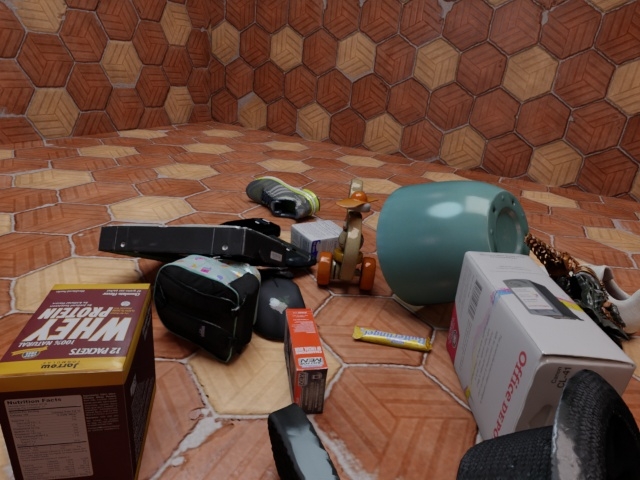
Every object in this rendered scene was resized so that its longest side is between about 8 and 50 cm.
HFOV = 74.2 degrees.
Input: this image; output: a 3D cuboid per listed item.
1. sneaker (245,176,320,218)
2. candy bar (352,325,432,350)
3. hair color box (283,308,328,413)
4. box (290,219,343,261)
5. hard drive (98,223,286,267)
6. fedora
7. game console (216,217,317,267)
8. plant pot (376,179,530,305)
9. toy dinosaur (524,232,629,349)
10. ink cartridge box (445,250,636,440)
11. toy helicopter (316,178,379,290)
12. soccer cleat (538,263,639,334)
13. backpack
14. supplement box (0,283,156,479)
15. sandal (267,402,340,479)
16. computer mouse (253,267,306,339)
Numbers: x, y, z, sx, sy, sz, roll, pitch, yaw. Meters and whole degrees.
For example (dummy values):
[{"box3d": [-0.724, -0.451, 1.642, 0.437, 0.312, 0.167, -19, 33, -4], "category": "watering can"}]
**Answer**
[{"box3d": [-0.154, -0.150, 1.503, 0.299, 0.111, 0.121, 16, 29, 27], "category": "sneaker"}, {"box3d": [0.146, 0.201, 0.867, 0.161, 0.018, 0.040, 8, 23, 6], "category": "candy bar"}, {"box3d": [-0.030, 0.201, 0.727, 0.053, 0.093, 0.167, 0, 23, -12], "category": "hair color box"}, {"box3d": [0.000, 0.000, 1.229, 0.137, 0.072, 0.126, -9, 27, -30], "category": "box"}, {"box3d": [-0.272, 0.014, 0.946, 0.338, 0.064, 0.237, 0, -10, 17], "category": "hard drive"}, {"box3d": [0.235, 0.290, 0.419, 0.152, 0.334, 0.334, -16, 6, 40], "category": "fedora"}, {"box3d": [-0.168, 0.009, 1.188, 0.213, 0.044, 0.361, -15, 27, -40], "category": "game console"}, {"box3d": [0.308, -0.002, 0.935, 0.293, 0.293, 0.235, -15, 4, -41], "category": "plant pot"}, {"box3d": [0.525, 0.123, 0.891, 0.322, 0.164, 0.218, 35, 49, 6], "category": "toy dinosaur"}, {"box3d": [0.320, 0.182, 0.692, 0.131, 0.226, 0.306, 4, 24, -2], "category": "ink cartridge box"}, {"box3d": [0.081, -0.058, 1.091, 0.140, 0.235, 0.355, 7, 42, 2], "category": "toy helicopter"}, {"box3d": [0.636, 0.104, 1.058, 0.116, 0.143, 0.331, -11, 28, -35], "category": "soccer cleat"}, {"box3d": [-0.211, 0.111, 0.798, 0.188, 0.166, 0.144, 15, 23, 13], "category": "backpack"}, {"box3d": [-0.302, 0.187, 0.560, 0.129, 0.194, 0.191, 1, 24, -13], "category": "supplement box"}, {"box3d": [0.068, 0.311, 0.390, 0.107, 0.168, 0.446, -14, 28, -22], "category": "sandal"}, {"box3d": [-0.113, 0.114, 0.934, 0.188, 0.072, 0.272, -3, 25, -23], "category": "computer mouse"}]
